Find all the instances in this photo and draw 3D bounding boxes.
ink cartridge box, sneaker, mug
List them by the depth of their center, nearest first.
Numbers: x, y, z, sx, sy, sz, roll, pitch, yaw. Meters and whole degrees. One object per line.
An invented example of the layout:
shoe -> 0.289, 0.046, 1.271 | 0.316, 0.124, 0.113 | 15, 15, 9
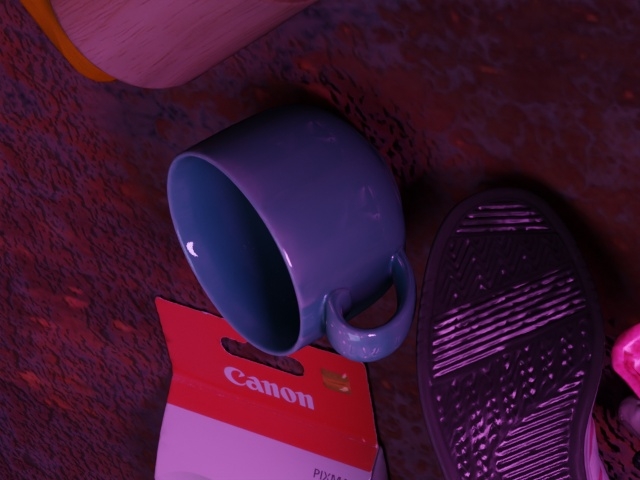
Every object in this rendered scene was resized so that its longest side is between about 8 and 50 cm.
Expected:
mug -> -0.005, -0.001, 1.031 | 0.158, 0.097, 0.129 | 59, 154, 3
sneaker -> 0.120, 0.120, 1.053 | 0.178, 0.123, 0.295 | 90, 172, -87
ink cartridge box -> -0.039, 0.159, 1.274 | 0.181, 0.056, 0.225 | 15, 137, 29

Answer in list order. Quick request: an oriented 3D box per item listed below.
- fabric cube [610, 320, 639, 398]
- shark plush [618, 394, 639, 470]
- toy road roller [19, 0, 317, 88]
fabric cube -> 0.274, 0.066, 0.513 | 0.259, 0.254, 0.258 | 52, -173, 24
shark plush -> 0.247, 0.120, 1.016 | 0.161, 0.073, 0.067 | 15, 162, 9
toy road roller -> -0.164, -0.197, 0.882 | 0.329, 0.240, 0.202 | 50, 141, -11
